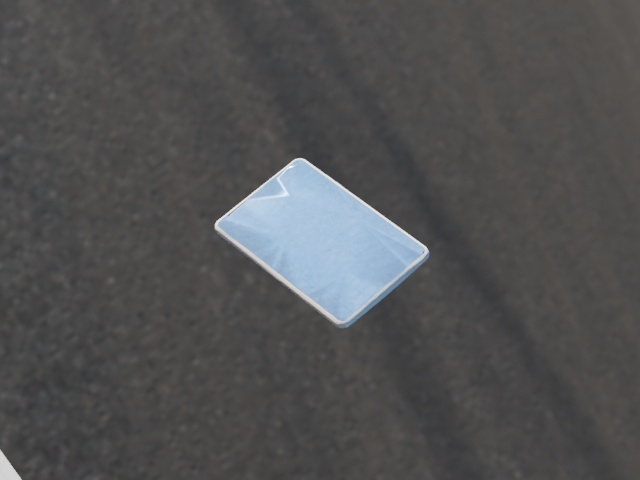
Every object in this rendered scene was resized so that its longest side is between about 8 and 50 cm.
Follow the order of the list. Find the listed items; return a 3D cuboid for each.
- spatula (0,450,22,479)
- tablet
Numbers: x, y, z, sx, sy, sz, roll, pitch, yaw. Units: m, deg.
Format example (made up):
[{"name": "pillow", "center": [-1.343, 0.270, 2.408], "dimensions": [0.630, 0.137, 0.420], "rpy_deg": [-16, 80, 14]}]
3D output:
[{"name": "spatula", "center": [-0.122, 0.167, 0.736], "dimensions": [0.242, 0.019, 0.168], "rpy_deg": [52, 24, 4]}, {"name": "tablet", "center": [0.000, 0.000, 0.777], "dimensions": [0.083, 0.054, 0.006], "rpy_deg": [37, -25, 31]}]
